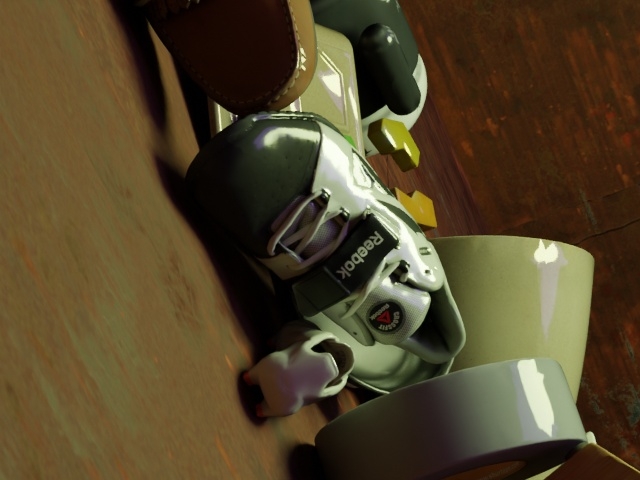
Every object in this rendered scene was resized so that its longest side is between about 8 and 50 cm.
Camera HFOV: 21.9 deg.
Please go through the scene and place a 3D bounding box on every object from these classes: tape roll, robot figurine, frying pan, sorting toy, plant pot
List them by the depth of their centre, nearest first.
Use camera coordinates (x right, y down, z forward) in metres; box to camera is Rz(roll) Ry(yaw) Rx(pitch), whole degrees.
[{"bbox_3d":[0.108,0.169,1.376,0.219,0.219,0.072,41,32,-70],"label":"tape roll"},{"bbox_3d":[0.008,-0.104,1.506,0.307,0.041,0.229,12,63,-51],"label":"sorting toy"},{"bbox_3d":[-0.006,0.020,1.513,0.326,0.053,0.197,38,42,-14],"label":"frying pan"},{"bbox_3d":[0.001,-0.209,1.699,0.209,0.173,0.278,-93,160,-49],"label":"robot figurine"},{"bbox_3d":[0.159,0.158,1.709,0.256,0.256,0.274,41,47,-69],"label":"plant pot"}]

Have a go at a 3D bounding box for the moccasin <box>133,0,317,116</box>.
[{"bbox_3d":[-0.115,-0.274,1.301,0.147,0.139,0.380,7,63,-78],"label":"moccasin"}]

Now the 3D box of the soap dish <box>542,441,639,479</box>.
[{"bbox_3d":[0.178,0.293,1.389,0.118,0.291,0.229,52,5,20],"label":"soap dish"}]

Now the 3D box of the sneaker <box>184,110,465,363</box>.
[{"bbox_3d":[0.026,0.007,1.340,0.330,0.122,0.146,32,18,-50],"label":"sneaker"}]

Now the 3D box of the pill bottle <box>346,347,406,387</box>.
[{"bbox_3d":[0.042,0.068,1.620,0.078,0.078,0.137,40,31,-70],"label":"pill bottle"}]

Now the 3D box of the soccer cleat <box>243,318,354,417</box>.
[{"bbox_3d":[-0.006,0.099,1.320,0.196,0.076,0.068,-40,109,-79],"label":"soccer cleat"}]

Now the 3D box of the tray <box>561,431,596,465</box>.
[{"bbox_3d":[0.218,0.335,1.722,0.030,0.270,0.145,22,26,-11],"label":"tray"}]
